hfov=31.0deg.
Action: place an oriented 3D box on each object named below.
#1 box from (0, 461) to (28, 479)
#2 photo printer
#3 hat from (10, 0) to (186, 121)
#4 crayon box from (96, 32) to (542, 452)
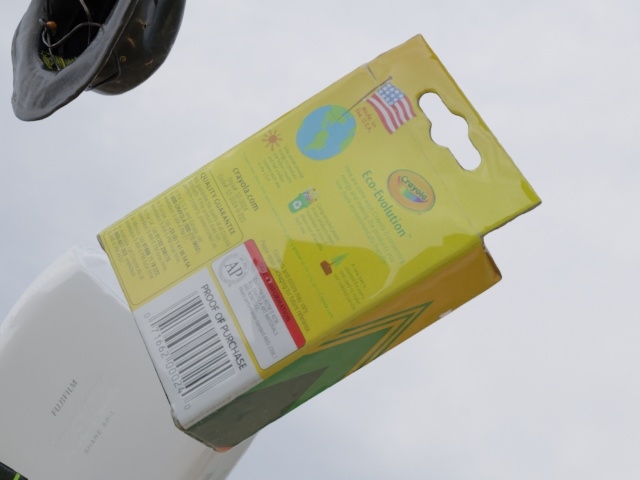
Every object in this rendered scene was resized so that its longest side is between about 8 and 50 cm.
[{"bbox_3d":[-0.312,0.230,1.022,0.052,0.083,0.062,23,-16,24],"label":"box"},{"bbox_3d":[-0.230,0.173,1.231,0.256,0.307,0.107,-55,-23,11],"label":"photo printer"},{"bbox_3d":[-0.248,-0.275,1.415,0.134,0.331,0.331,25,-40,-35],"label":"hat"},{"bbox_3d":[0.000,0.000,0.926,0.318,0.202,0.081,-32,-32,5],"label":"crayon box"}]
